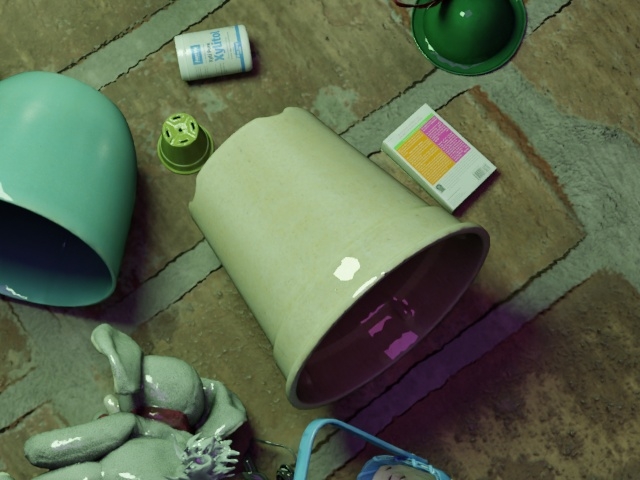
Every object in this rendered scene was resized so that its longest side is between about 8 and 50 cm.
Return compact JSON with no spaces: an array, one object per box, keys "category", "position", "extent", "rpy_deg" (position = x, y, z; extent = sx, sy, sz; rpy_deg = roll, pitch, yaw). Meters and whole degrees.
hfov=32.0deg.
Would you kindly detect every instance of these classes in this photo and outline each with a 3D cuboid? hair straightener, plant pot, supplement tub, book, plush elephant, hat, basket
[{"category":"hair straightener","position":[-0.035,0.366,1.507],"extent":[0.089,0.047,0.230],"rpy_deg":[-25,73,-8]},{"category":"plant pot","position":[-0.379,-0.083,1.497],"extent":[0.293,0.293,0.235],"rpy_deg":[14,62,2]},{"category":"supplement tub","position":[-0.158,-0.278,1.655],"extent":[0.107,0.071,0.071],"rpy_deg":[-11,76,-5]},{"category":"book","position":[0.174,-0.122,1.641],"extent":[0.096,0.035,0.144],"rpy_deg":[-43,80,-14]},{"category":"plush elephant","position":[-0.236,0.258,1.437],"extent":[0.330,0.255,0.272],"rpy_deg":[-35,122,22]},{"category":"plant pot","position":[-0.199,-0.147,1.614],"extent":[0.083,0.079,0.083],"rpy_deg":[0,76,-1]},{"category":"hat","position":[0.221,-0.348,1.622],"extent":[0.173,0.183,0.208],"rpy_deg":[31,77,6]},{"category":"basket","position":[0.076,0.375,1.392],"extent":[0.289,0.201,0.254],"rpy_deg":[21,75,-25]},{"category":"plant pot","position":[0.000,0.000,1.482],"extent":[0.334,0.334,0.305],"rpy_deg":[-37,67,-10]}]
